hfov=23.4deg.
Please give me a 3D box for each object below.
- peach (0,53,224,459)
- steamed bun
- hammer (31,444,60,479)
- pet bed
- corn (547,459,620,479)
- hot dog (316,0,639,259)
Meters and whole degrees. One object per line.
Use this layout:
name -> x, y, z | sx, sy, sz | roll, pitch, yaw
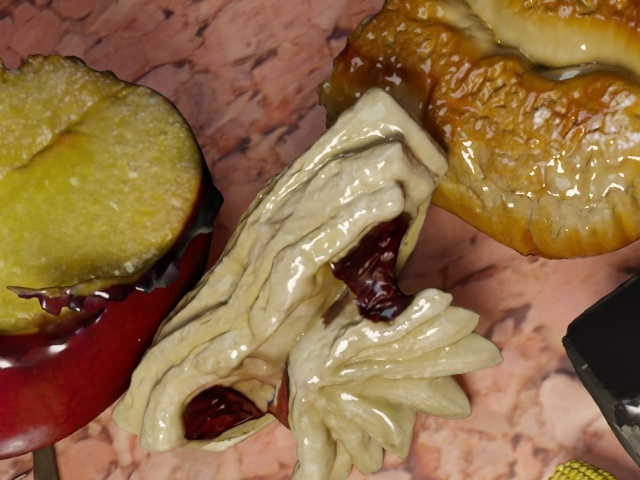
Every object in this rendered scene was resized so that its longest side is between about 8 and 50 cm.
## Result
peach -> -0.298, 0.009, 1.578 | 0.339, 0.353, 0.416 | 44, 93, 13
steamed bun -> 0.011, 0.094, 1.466 | 0.428, 0.247, 0.189 | -48, 37, 18
hammer -> -0.309, 0.197, 1.690 | 0.125, 0.027, 0.297 | -25, 53, 10
pet bed -> 0.342, 0.113, 1.325 | 0.211, 0.159, 0.183 | -36, 25, 3
corn -> 0.279, 0.256, 1.318 | 0.206, 0.067, 0.067 | 33, 81, 38
hot dog -> 0.236, -0.167, 1.518 | 0.365, 0.196, 0.367 | 29, 84, 39
